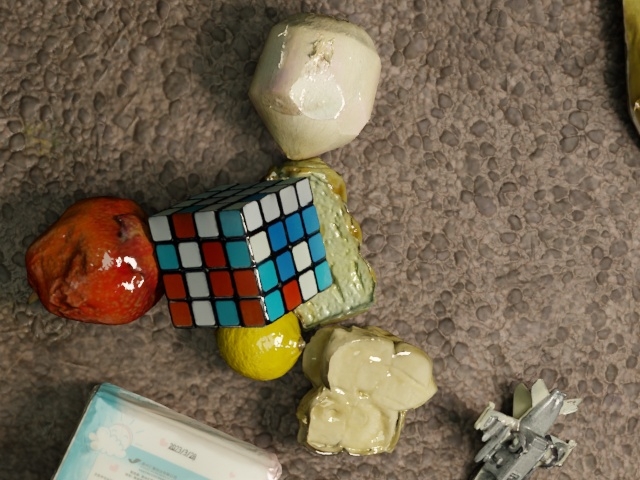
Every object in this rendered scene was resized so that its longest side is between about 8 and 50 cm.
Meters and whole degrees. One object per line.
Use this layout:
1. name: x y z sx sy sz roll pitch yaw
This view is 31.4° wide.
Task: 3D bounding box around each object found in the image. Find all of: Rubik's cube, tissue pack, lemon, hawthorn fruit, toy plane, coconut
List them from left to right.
1. hawthorn fruit: -0.283 0.027 1.445 0.179 0.173 0.174 7 94 1
2. tissue pack: -0.211 0.323 1.493 0.271 0.124 0.201 25 93 -6
3. Rubik's cube: -0.099 0.014 1.424 0.155 0.154 0.151 -5 104 34
4. lemon: -0.078 0.130 1.492 0.133 0.109 0.109 8 95 27
5. coconut: -0.010 -0.191 1.445 0.170 0.171 0.183 16 82 -7
6. toy plane: 0.255 0.308 1.558 0.192 0.088 0.262 27 96 -35

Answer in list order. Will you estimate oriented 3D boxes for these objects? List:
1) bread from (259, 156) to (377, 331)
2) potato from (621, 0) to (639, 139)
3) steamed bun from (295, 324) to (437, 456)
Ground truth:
1. bread: 0.000 0.000 1.503 0.128 0.088 0.232 -16 99 26
2. potato: 0.574 -0.227 1.423 0.289 0.296 0.397 -3 101 -17
3. steamed bun: 0.057 0.192 1.521 0.192 0.106 0.178 4 108 -18
